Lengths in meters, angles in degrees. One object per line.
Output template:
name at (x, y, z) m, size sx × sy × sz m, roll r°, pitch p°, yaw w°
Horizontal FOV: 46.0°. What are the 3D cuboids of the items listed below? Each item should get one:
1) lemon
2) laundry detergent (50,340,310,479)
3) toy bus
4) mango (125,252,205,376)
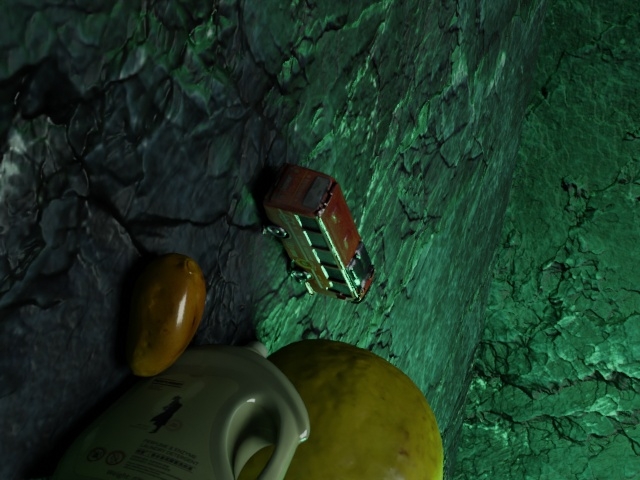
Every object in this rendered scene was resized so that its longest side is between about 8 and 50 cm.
lemon at (-0.002, 0.263, 0.833) m, size 0.316 × 0.285 × 0.285 m, roll -101°, pitch -174°, yaw -54°
laundry detergent at (-0.107, 0.175, 0.673) m, size 0.253 × 0.181 × 0.091 m, roll -52°, pitch 143°, yaw -52°
toy bus at (0.000, 0.000, 0.898) m, size 0.073 × 0.096 × 0.235 m, roll -62°, pitch 152°, yaw -21°
mango at (-0.139, 0.067, 0.674) m, size 0.080 × 0.060 × 0.114 m, roll 49°, pitch 56°, yaw -81°
